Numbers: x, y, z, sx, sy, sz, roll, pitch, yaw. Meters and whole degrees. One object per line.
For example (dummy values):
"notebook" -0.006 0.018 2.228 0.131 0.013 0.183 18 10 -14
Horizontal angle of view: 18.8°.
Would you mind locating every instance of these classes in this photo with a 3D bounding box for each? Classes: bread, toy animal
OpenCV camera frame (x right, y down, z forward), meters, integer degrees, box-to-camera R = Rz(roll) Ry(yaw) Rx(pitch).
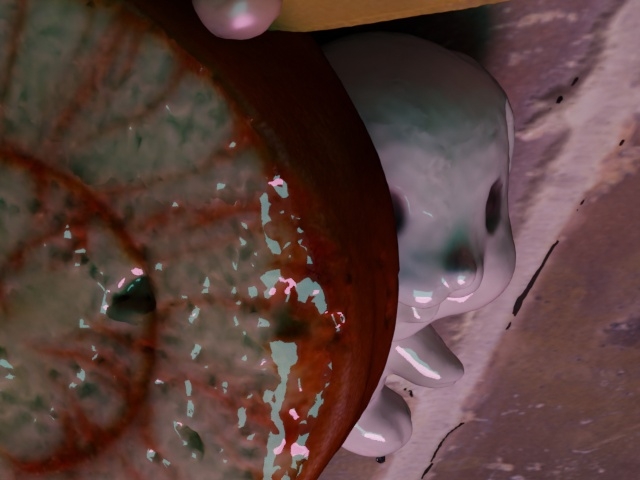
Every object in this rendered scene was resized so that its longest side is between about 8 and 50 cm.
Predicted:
"bread" -0.114 0.013 0.924 0.295 0.114 0.328 -1 110 22
"toy animal" 0.003 0.007 1.071 0.289 0.174 0.249 -36 155 24

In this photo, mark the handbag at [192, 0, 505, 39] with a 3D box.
"handbag" -0.033 -0.205 0.647 0.283 0.133 0.401 -2 156 38
